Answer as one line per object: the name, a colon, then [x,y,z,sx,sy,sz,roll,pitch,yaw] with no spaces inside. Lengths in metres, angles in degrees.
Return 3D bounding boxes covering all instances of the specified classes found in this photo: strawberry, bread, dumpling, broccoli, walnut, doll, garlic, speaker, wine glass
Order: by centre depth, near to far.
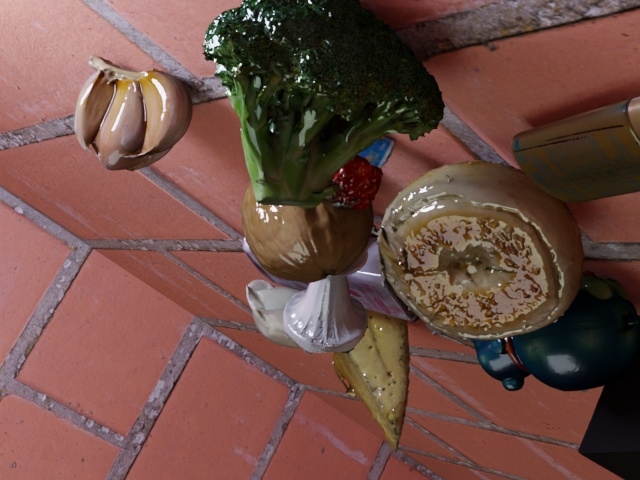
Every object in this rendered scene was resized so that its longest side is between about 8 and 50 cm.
broccoli: [-0.005,-0.176,1.178,0.308,0.275,0.308,6,180,0]
bread: [0.234,0.008,1.413,0.306,0.158,0.305,15,133,17]
strawberry: [0.022,-0.097,1.458,0.145,0.086,0.145,28,176,2]
speaker: [0.586,0.274,1.570,0.184,0.254,0.232,30,161,-6]
doll: [0.389,0.159,1.589,0.199,0.186,0.322,4,162,-34]
walnut: [-0.023,-0.043,1.612,0.228,0.228,0.228,24,162,9]
garlic: [-0.313,-0.210,1.678,0.214,0.191,0.160,10,-177,15]
wine glass: [0.015,0.089,1.782,0.165,0.165,0.196,21,130,19]
dumpling: [-0.078,0.158,2.084,0.229,0.124,0.151,40,-174,-24]
bread: [0.072,0.276,2.151,0.279,0.315,0.248,11,158,-1]

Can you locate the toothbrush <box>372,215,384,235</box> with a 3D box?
toothbrush: [0.276,0.052,1.736,0.418,0.042,0.040,24,-167,6]

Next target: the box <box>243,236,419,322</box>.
box: [0.036,0.055,1.972,0.370,0.112,0.190,14,159,36]

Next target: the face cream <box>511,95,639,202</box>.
face cream: [0.361,-0.108,1.143,0.139,0.067,0.285,33,162,-20]

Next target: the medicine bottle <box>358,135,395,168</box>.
medicine bottle: [0.021,-0.173,1.465,0.191,0.051,0.051,27,162,-5]

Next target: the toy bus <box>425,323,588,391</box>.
toy bus: [0.378,0.190,1.894,0.343,0.097,0.138,20,168,16]
